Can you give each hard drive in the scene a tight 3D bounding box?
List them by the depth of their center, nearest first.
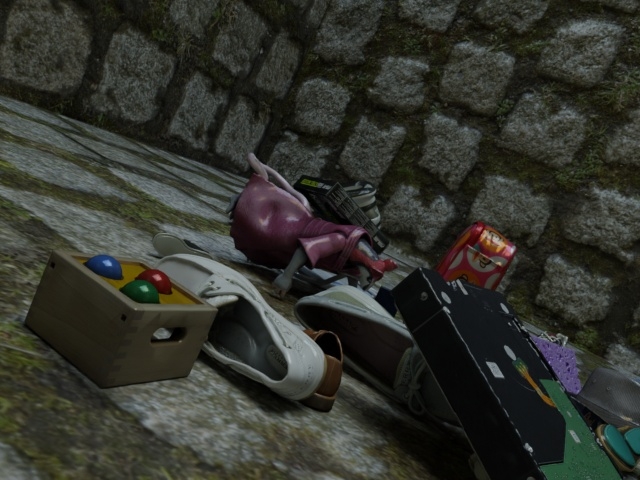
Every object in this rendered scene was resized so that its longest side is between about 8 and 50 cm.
[{"bbox_3d":[0.238,0.197,0.783,0.236,0.064,0.339,16,37,-47],"label":"hard drive"}]

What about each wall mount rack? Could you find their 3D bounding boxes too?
[{"bbox_3d":[0.083,0.074,1.543,0.349,0.131,0.304,18,9,-40],"label":"wall mount rack"}]

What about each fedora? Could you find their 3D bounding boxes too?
[{"bbox_3d":[0.670,0.359,1.381,0.243,0.125,0.275,22,3,-9],"label":"fedora"}]

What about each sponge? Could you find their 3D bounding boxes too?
[{"bbox_3d":[0.553,0.303,1.540,0.210,0.117,0.031,21,-33,-34],"label":"sponge"}]

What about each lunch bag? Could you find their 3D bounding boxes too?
[{"bbox_3d":[0.295,0.101,1.381,0.120,0.293,0.258,35,5,7],"label":"lunch bag"}]

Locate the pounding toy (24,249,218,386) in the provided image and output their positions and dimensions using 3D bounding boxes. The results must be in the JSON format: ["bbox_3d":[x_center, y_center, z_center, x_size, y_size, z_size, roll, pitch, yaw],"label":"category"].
[{"bbox_3d":[-0.218,0.058,0.696,0.206,0.094,0.181,28,7,27],"label":"pounding toy"}]

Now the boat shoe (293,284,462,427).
[{"bbox_3d":[0.099,0.167,0.926,0.320,0.118,0.103,34,24,33],"label":"boat shoe"}]

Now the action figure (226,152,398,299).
[{"bbox_3d":[0.000,0.000,1.316,0.369,0.276,0.248,12,-7,30],"label":"action figure"}]

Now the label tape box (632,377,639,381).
[{"bbox_3d":[0.881,0.462,1.464,0.240,0.106,0.334,24,7,-5],"label":"label tape box"}]

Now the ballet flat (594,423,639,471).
[{"bbox_3d":[0.495,0.357,1.076,0.232,0.073,0.080,19,42,-46],"label":"ballet flat"}]

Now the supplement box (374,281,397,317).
[{"bbox_3d":[0.144,0.143,1.406,0.056,0.083,0.083,26,7,8],"label":"supplement box"}]

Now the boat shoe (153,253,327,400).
[{"bbox_3d":[-0.116,0.088,0.763,0.277,0.098,0.096,29,-4,27],"label":"boat shoe"}]

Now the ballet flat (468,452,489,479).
[{"bbox_3d":[0.192,0.268,0.742,0.041,0.041,0.114,25,7,3],"label":"ballet flat"}]

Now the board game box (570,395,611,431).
[{"bbox_3d":[0.442,0.305,1.183,0.165,0.042,0.243,32,-2,45],"label":"board game box"}]

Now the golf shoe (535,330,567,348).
[{"bbox_3d":[0.555,0.285,1.646,0.105,0.120,0.272,31,10,38],"label":"golf shoe"}]

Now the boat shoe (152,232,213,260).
[{"bbox_3d":[-0.249,0.016,1.142,0.125,0.046,0.038,23,6,-38],"label":"boat shoe"}]

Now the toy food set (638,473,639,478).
[{"bbox_3d":[0.618,0.383,1.098,0.104,0.111,0.232,28,10,27],"label":"toy food set"}]

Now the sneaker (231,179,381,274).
[{"bbox_3d":[-0.036,-0.011,1.804,0.447,0.258,0.169,-4,22,26],"label":"sneaker"}]

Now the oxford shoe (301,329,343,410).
[{"bbox_3d":[0.001,0.151,0.855,0.076,0.076,0.212,22,5,-10],"label":"oxford shoe"}]

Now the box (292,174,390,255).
[{"bbox_3d":[0.043,-0.059,1.396,0.191,0.045,0.184,47,-9,-26],"label":"box"}]
